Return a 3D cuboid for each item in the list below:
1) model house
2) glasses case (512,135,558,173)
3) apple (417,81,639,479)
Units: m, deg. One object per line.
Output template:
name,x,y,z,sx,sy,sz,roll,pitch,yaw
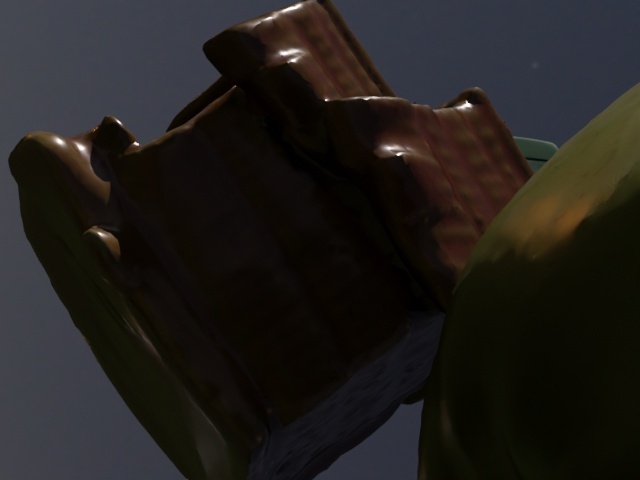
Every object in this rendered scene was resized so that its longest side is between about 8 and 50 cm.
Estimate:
model house,-0.001,0.001,0.759,0.199,0.229,0.219,56,-18,6
glasses case,0.095,-0.007,1.126,0.184,0.077,0.039,-47,-130,44
apple,0.169,0.050,0.428,0.279,0.279,0.279,46,-37,49
